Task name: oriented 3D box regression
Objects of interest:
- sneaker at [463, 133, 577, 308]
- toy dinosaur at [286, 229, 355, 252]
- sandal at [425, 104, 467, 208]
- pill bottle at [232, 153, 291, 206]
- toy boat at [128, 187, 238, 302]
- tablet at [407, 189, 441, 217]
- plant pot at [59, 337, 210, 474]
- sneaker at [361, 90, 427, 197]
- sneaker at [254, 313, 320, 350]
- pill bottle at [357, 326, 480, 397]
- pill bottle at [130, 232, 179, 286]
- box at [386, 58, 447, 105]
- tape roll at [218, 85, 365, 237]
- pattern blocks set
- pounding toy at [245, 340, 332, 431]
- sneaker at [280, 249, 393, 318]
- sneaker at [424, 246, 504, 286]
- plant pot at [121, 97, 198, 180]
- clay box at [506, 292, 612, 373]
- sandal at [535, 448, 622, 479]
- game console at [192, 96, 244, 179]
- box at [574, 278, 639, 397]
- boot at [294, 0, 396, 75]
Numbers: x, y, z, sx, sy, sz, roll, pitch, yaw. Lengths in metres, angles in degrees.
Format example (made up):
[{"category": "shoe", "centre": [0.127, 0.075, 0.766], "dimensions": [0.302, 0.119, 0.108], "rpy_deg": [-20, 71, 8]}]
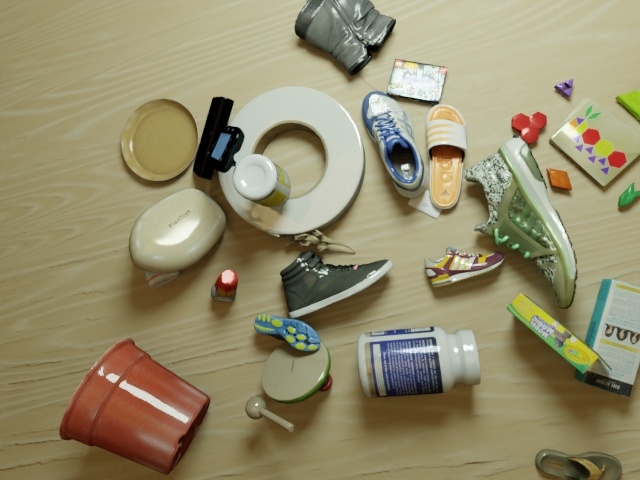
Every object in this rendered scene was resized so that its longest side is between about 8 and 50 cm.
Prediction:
[{"category": "sneaker", "centre": [0.461, -0.029, 1.086], "dimensions": [0.182, 0.158, 0.410], "rpy_deg": [-23, 78, 24]}, {"category": "toy dinosaur", "centre": [0.000, 0.000, 1.179], "dimensions": [0.183, 0.092, 0.053], "rpy_deg": [6, 93, 7]}, {"category": "sandal", "centre": [0.313, -0.213, 1.137], "dimensions": [0.102, 0.076, 0.265], "rpy_deg": [-1, 84, 9]}, {"category": "pill bottle", "centre": [-0.128, -0.134, 1.092], "dimensions": [0.103, 0.184, 0.103], "rpy_deg": [-1, 86, 11]}, {"category": "toy boat", "centre": [-0.333, 0.031, 1.207], "dimensions": [0.318, 0.148, 0.267], "rpy_deg": [47, 61, 6]}, {"category": "tablet", "centre": [0.270, -0.097, 1.177], "dimensions": [0.083, 0.006, 0.054], "rpy_deg": [28, 92, 12]}, {"category": "plant pot", "centre": [-0.441, 0.429, 1.164], "dimensions": [0.265, 0.272, 0.272], "rpy_deg": [27, 92, 4]}, {"category": "sneaker", "centre": [0.186, -0.252, 1.139], "dimensions": [0.112, 0.131, 0.296], "rpy_deg": [-27, 79, 10]}, {"category": "sneaker", "centre": [-0.079, 0.228, 1.178], "dimensions": [0.188, 0.078, 0.067], "rpy_deg": [13, 84, 28]}, {"category": "pill bottle", "centre": [0.227, 0.282, 1.087], "dimensions": [0.265, 0.153, 0.153], "rpy_deg": [-7, 85, 11]}, {"category": "pill bottle", "centre": [-0.455, 0.039, 1.265], "dimensions": [0.087, 0.087, 0.160], "rpy_deg": [-27, 81, 8]}, {"category": "box", "centre": [0.247, -0.406, 1.190], "dimensions": [0.137, 0.027, 0.094], "rpy_deg": [13, 88, 12]}, {"category": "tape roll", "centre": [-0.076, -0.203, 1.217], "dimensions": [0.392, 0.072, 0.392], "rpy_deg": [-1, 87, 10]}, {"category": "pattern blocks set", "centre": [0.652, -0.237, 1.102], "dimensions": [0.285, 0.026, 0.325], "rpy_deg": [-36, 81, 7]}, {"category": "pounding toy", "centre": [-0.055, 0.364, 1.152], "dimensions": [0.183, 0.110, 0.237], "rpy_deg": [4, 48, 39]}, {"category": "sneaker", "centre": [0.026, 0.076, 1.161], "dimensions": [0.296, 0.104, 0.147], "rpy_deg": [-25, 87, 13]}, {"category": "sneaker", "centre": [0.345, 0.048, 1.121], "dimensions": [0.185, 0.069, 0.084], "rpy_deg": [-21, 88, 8]}, {"category": "plant pot", "centre": [-0.449, -0.283, 1.313], "dimensions": [0.236, 0.032, 0.236], "rpy_deg": [-1, 87, 10]}, {"category": "clay box", "centre": [0.520, 0.210, 1.015], "dimensions": [0.053, 0.127, 0.222], "rpy_deg": [-51, 60, 13]}, {"category": "sandal", "centre": [0.589, 0.520, 1.056], "dimensions": [0.180, 0.049, 0.072], "rpy_deg": [3, 87, 11]}, {"category": "game console", "centre": [-0.248, -0.247, 1.136], "dimensions": [0.044, 0.361, 0.213], "rpy_deg": [14, 99, -26]}, {"category": "box", "centre": [0.670, 0.217, 1.053], "dimensions": [0.101, 0.060, 0.244], "rpy_deg": [17, 90, 12]}, {"category": "boot", "centre": [0.109, -0.615, 1.198], "dimensions": [0.223, 0.118, 0.338], "rpy_deg": [36, 104, 8]}]
